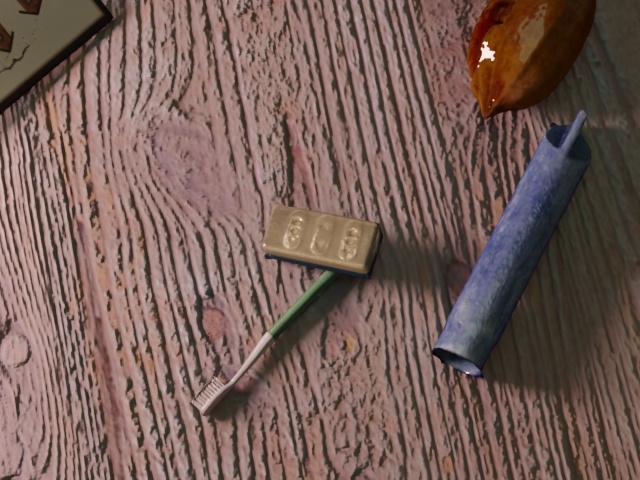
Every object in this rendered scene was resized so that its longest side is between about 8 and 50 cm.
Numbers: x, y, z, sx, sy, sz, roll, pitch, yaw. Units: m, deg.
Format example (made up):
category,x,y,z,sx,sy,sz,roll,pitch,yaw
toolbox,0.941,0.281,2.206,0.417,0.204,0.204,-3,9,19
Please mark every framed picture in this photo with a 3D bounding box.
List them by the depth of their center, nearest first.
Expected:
category,x,y,z,sx,sy,sz,roll,pitch,yaw
framed picture,-0.407,-0.288,1.667,0.244,0.013,0.324,-43,109,-15

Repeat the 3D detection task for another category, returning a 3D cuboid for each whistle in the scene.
category,x,y,z,sx,sy,sz,roll,pitch,yaw
whistle,0.211,-0.001,1.657,0.062,0.062,0.304,27,74,7

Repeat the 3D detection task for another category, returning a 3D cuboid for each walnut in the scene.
category,x,y,z,sx,sy,sz,roll,pitch,yaw
walnut,0.225,-0.220,1.704,0.116,0.116,0.207,26,82,7

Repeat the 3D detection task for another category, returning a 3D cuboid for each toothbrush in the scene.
category,x,y,z,sx,sy,sz,roll,pitch,yaw
toothbrush,-0.038,0.087,1.648,0.024,0.018,0.257,42,77,17

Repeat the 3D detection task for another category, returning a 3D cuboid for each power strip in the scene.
category,x,y,z,sx,sy,sz,roll,pitch,yaw
power strip,0.000,0.000,1.653,0.123,0.032,0.056,11,66,15
